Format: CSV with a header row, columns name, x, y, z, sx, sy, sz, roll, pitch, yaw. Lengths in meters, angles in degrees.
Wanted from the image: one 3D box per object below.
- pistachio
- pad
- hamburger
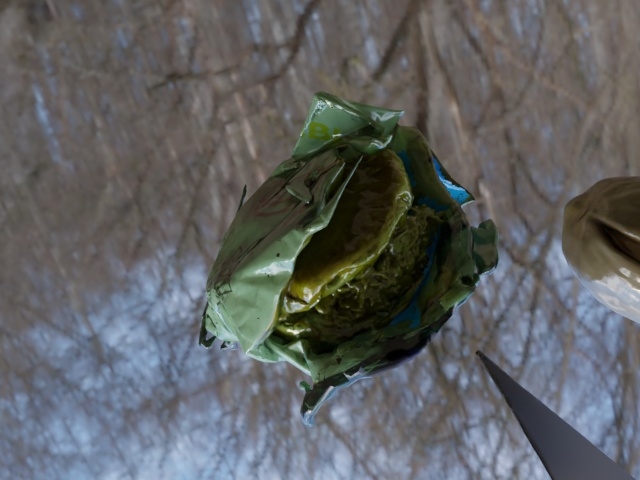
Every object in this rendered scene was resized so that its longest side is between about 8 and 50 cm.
name,x,y,z,sx,sy,sz,roll,pitch,yaw
pistachio,0.290,0.014,1.244,0.185,0.124,0.124,33,-124,10
pad,0.226,0.204,0.977,0.005,0.300,0.202,-44,-147,12
hamburger,0.003,-0.005,1.207,0.260,0.150,0.276,-48,-144,-10
